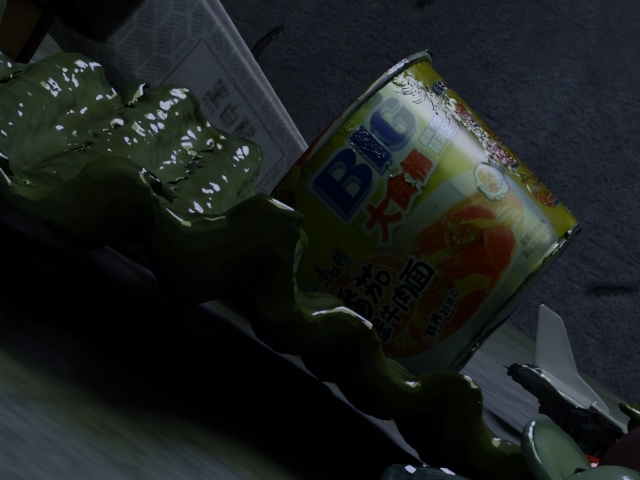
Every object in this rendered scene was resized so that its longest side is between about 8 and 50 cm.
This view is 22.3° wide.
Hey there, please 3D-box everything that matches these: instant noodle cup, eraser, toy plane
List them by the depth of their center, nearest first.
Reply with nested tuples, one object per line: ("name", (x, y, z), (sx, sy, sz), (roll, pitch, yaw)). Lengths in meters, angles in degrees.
("instant noodle cup", (0.056, 0.005, 1.025), (0.153, 0.205, 0.205), (43, 5, 8))
("eraser", (-0.114, -0.130, 1.210), (0.098, 0.096, 0.404), (32, -12, 31))
("toy plane", (0.226, 0.160, 1.265), (0.234, 0.082, 0.160), (47, -7, -2))

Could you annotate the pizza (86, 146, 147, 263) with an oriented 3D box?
("pizza", (-0.151, -0.047, 0.953), (0.175, 0.046, 0.134), (35, 4, 29))

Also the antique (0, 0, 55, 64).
("antique", (-0.288, -0.162, 0.945), (0.087, 0.093, 0.310), (34, 4, 27))

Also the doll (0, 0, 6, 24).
("doll", (-0.197, -0.154, 0.733), (0.258, 0.228, 0.154), (-7, -63, 48))

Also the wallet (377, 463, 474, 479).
("wallet", (0.132, 0.165, 0.389), (0.290, 0.054, 0.251), (32, 6, -3))

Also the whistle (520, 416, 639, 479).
("whistle", (0.155, 0.155, 0.594), (0.235, 0.077, 0.114), (40, 25, -23))

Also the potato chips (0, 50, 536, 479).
("potato chips", (-0.053, 0.000, 0.748), (0.373, 0.097, 0.389), (32, 4, -25))

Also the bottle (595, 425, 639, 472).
("bottle", (0.226, 0.167, 0.751), (0.233, 0.110, 0.110), (31, 4, -11))

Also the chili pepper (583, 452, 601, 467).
("chili pepper", (0.132, 0.136, 0.847), (0.059, 0.050, 0.191), (15, -8, 11))

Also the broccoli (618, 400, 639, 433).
("broccoli", (0.306, 0.153, 1.049), (0.302, 0.186, 0.254), (38, 10, -19))
